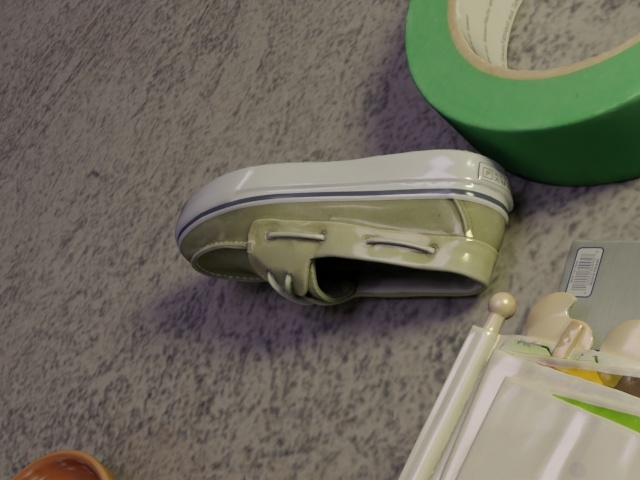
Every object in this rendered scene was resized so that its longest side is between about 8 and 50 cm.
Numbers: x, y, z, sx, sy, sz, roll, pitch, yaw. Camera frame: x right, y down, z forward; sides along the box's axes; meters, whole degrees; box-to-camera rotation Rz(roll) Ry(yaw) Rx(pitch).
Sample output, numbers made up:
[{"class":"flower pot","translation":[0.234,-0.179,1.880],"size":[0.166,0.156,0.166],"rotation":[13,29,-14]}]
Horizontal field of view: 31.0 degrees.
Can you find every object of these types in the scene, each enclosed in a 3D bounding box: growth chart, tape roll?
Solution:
[{"class":"growth chart","translation":[0.130,0.120,0.552],"size":[0.237,0.021,0.172],"rotation":[27,81,50]},{"class":"tape roll","translation":[0.211,-0.194,0.828],"size":[0.321,0.077,0.321],"rotation":[-27,44,30]}]

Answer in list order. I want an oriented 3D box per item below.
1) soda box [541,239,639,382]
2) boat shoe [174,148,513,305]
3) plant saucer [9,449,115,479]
[{"class":"soda box","translation":[0.154,0.145,0.603],"size":[0.091,0.098,0.286],"rotation":[0,62,44]},{"class":"boat shoe","translation":[0.000,0.000,0.870],"size":[0.302,0.109,0.094],"rotation":[-9,57,38]},{"class":"plant saucer","translation":[-0.228,0.271,0.946],"size":[0.200,0.037,0.200],"rotation":[-26,44,29]}]
